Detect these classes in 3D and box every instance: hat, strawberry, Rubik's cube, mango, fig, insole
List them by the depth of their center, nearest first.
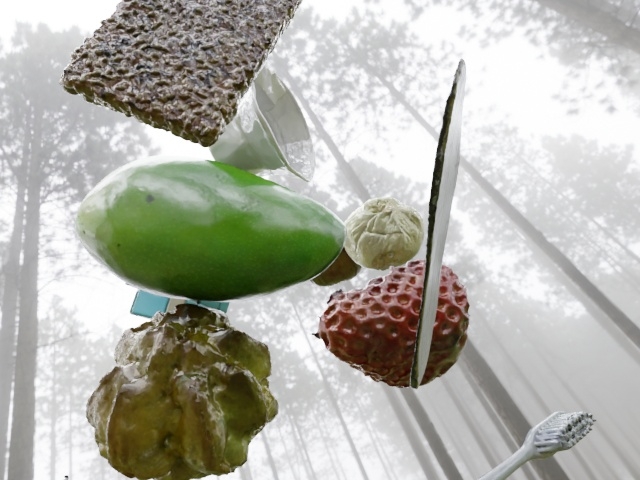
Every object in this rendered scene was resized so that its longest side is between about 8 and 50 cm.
[{"bbox_3d":[0.116,0.007,0.454,0.119,0.009,0.348,-46,-38,-53],"label":"insole"},{"bbox_3d":[-0.152,-0.016,0.664,0.381,0.225,0.201,5,-81,10],"label":"mango"},{"bbox_3d":[-0.104,-0.168,0.750,0.126,0.203,0.203,-22,-37,20],"label":"hat"},{"bbox_3d":[0.159,0.151,0.814,0.253,0.150,0.280,-52,-49,-1],"label":"strawberry"},{"bbox_3d":[-0.312,0.102,1.101,0.224,0.213,0.265,8,-17,19],"label":"Rubik's cube"},{"bbox_3d":[0.000,0.000,1.432,0.217,0.217,0.321,-28,-49,1],"label":"fig"}]

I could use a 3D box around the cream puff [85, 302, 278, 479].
[{"bbox_3d":[-0.171,0.189,0.599,0.244,0.244,0.196,-23,-25,-5],"label":"cream puff"}]

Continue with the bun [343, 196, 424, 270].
[{"bbox_3d":[0.165,-0.032,1.205,0.220,0.220,0.134,-23,-45,-5],"label":"bun"}]

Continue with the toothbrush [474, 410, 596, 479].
[{"bbox_3d":[0.059,0.166,0.256,0.354,0.024,0.029,-12,-24,-35],"label":"toothbrush"}]

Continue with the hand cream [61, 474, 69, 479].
[{"bbox_3d":[-0.584,0.482,0.844,0.256,0.084,0.050,-4,-38,3],"label":"hand cream"}]

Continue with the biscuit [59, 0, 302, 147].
[{"bbox_3d":[-0.103,-0.191,0.404,0.131,0.237,0.026,23,-28,-3],"label":"biscuit"}]
